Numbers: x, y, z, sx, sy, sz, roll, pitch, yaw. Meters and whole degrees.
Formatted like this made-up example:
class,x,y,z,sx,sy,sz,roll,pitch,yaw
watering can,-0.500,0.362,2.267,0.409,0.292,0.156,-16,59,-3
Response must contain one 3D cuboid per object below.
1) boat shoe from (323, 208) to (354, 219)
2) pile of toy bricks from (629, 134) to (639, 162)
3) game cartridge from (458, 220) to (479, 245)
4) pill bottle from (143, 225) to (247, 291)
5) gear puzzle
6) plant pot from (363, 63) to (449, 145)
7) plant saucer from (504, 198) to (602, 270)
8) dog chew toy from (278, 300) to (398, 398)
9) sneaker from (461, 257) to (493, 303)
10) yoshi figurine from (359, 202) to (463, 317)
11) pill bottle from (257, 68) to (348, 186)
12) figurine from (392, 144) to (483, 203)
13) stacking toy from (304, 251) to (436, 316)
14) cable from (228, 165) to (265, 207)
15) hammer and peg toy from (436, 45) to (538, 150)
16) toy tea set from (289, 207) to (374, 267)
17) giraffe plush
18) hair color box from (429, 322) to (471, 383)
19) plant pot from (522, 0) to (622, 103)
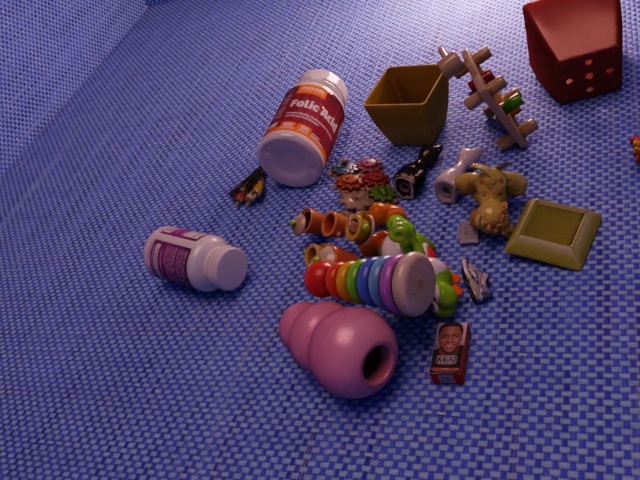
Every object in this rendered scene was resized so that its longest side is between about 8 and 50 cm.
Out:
class,x,y,z,sx,sy,sz,roll,pitch,yaw
boat shoe,0.030,-0.049,1.974,0.152,0.049,0.056,-11,60,11
pile of toy bricks,0.863,-0.184,1.651,0.212,0.118,0.105,18,84,21
game cartridge,0.392,-0.020,1.774,0.056,0.017,0.083,-3,44,20
pill bottle,-0.365,0.059,1.974,0.302,0.169,0.169,12,52,37
gear puzzle,0.134,-0.156,1.997,0.176,0.044,0.338,-7,39,-8
plant pot,0.292,-0.417,2.126,0.212,0.187,0.212,6,48,33
plant saucer,0.571,-0.030,1.642,0.188,0.045,0.188,16,54,28
dog chew toy,0.022,0.233,1.561,0.206,0.206,0.332,-45,36,-21
sneaker,0.382,0.095,1.635,0.058,0.052,0.135,-13,48,0
yoshi figurine,0.194,0.063,1.670,0.203,0.203,0.362,-41,42,7
pill bottle,-0.045,-0.385,2.243,0.224,0.224,0.392,-3,45,26
figurine,0.350,-0.211,1.956,0.215,0.092,0.209,10,47,34
stacking toy,0.091,0.093,1.541,0.331,0.141,0.141,0,46,41
cable,-0.212,-0.207,2.293,0.140,0.072,0.287,-16,25,38
hammer and peg toy,0.476,-0.453,1.941,0.127,0.361,0.265,-33,34,24
toy tea set,0.000,0.000,1.795,0.336,0.124,0.199,13,89,59
giraffe plush,0.442,-0.092,1.724,0.182,0.210,0.170,5,78,0
hair color box,0.293,0.252,1.507,0.072,0.043,0.141,-5,43,25
plant pot,0.772,-0.567,1.999,0.267,0.267,0.235,-13,55,16
